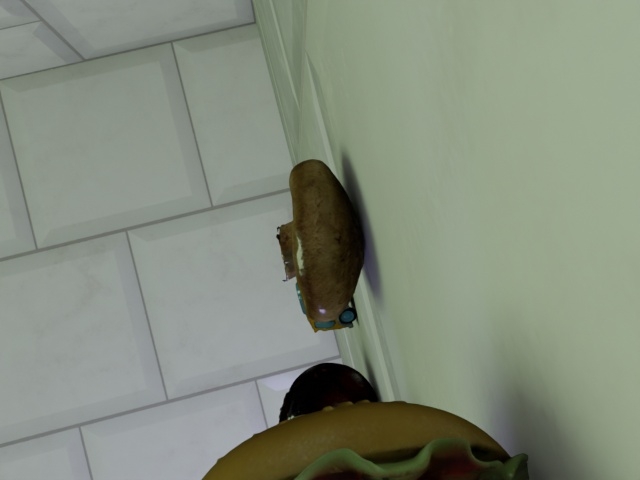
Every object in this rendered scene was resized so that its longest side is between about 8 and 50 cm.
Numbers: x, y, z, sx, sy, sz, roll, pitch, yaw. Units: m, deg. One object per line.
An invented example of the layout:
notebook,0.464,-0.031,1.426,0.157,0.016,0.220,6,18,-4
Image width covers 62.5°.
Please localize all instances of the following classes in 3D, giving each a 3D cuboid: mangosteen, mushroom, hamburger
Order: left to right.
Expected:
mushroom,0.000,0.000,0.908,0.278,0.146,0.277,-7,-90,-86
mangosteen,0.035,0.467,1.366,0.297,0.294,0.296,-10,-78,-55
hamburger,0.025,0.227,0.347,0.274,0.275,0.212,79,177,-47

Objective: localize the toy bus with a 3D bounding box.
toy bus,0.010,0.141,1.386,0.126,0.136,0.209,-111,7,-66
